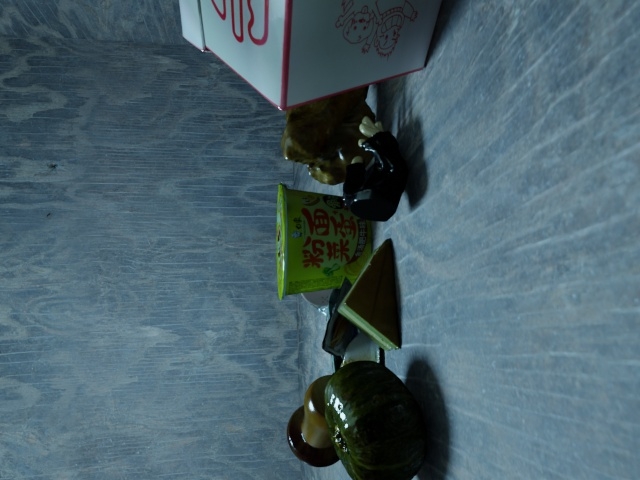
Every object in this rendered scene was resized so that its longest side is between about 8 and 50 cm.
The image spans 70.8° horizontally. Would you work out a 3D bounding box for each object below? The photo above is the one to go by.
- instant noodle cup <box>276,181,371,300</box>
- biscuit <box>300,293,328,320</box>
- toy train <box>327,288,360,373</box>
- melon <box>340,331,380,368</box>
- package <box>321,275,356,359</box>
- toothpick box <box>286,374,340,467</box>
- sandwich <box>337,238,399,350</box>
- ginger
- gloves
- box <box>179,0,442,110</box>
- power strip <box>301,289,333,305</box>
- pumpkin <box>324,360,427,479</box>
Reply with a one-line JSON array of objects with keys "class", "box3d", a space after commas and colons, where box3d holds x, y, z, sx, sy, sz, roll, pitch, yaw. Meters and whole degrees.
[{"class": "instant noodle cup", "box3d": [0.000, 0.000, 1.188, 0.311, 0.222, 0.311, 180, 90, -81]}, {"class": "biscuit", "box3d": [-0.045, 0.120, 1.544, 0.309, 0.079, 0.186, 49, -152, -37]}, {"class": "toy train", "box3d": [0.072, 0.321, 1.192, 0.088, 0.087, 0.406, 92, 174, -58]}, {"class": "melon", "box3d": [0.090, 0.290, 1.056, 0.139, 0.093, 0.202, 35, -119, -86]}, {"class": "package", "box3d": [0.060, 0.189, 1.054, 0.173, 0.027, 0.171, 44, -122, -56]}, {"class": "toothpick box", "box3d": [0.011, 0.520, 1.296, 0.192, 0.192, 0.294, -99, 18, -45]}, {"class": "sandwich", "box3d": [0.140, 0.115, 0.960, 0.187, 0.144, 0.117, -55, -2, -17]}, {"class": "ginger", "box3d": [0.044, -0.311, 1.011, 0.254, 0.176, 0.417, 32, -119, -45]}, {"class": "gloves", "box3d": [0.105, -0.142, 0.847, 0.164, 0.124, 0.203, -21, 46, 58]}, {"class": "box", "box3d": [-0.013, -0.418, 0.652, 0.300, 0.315, 0.312, 45, 146, 31]}, {"class": "power strip", "box3d": [0.005, 0.126, 1.401, 0.078, 0.154, 0.154, -117, 28, -66]}, {"class": "pumpkin", "box3d": [0.094, 0.321, 0.790, 0.224, 0.157, 0.223, 168, 90, -70]}]
